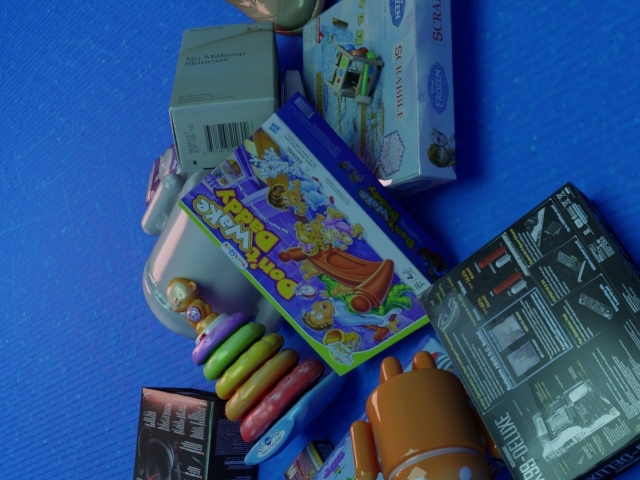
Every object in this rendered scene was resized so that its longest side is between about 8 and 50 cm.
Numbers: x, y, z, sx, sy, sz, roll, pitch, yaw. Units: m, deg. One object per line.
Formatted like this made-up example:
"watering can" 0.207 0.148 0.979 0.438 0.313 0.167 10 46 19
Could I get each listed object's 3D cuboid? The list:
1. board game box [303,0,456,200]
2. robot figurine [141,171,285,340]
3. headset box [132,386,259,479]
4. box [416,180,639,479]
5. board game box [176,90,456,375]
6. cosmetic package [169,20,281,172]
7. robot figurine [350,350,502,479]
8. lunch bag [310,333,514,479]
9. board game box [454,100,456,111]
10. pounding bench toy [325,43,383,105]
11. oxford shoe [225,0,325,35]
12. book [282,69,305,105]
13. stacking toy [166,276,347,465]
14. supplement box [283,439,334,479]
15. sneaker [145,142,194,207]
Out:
"board game box" 0.076 -0.211 1.501 0.318 0.065 0.319 -17 71 59
"robot figurine" -0.162 0.022 1.660 0.300 0.199 0.353 42 124 15
"headset box" -0.215 0.403 1.731 0.218 0.110 0.293 -1 83 48
"box" 0.283 0.123 1.206 0.242 0.076 0.307 -39 55 18
"board game box" 0.000 0.000 1.431 0.347 0.078 0.233 47 128 -7
"cosmetic package" -0.142 -0.232 1.616 0.309 0.160 0.113 -97 1 -57
"robot figurine" 0.130 0.241 1.238 0.128 0.158 0.219 -42 45 33
"lunch bag" 0.159 0.284 1.348 0.221 0.138 0.293 38 97 43
"board game box" 0.127 -0.209 1.516 0.133 0.033 0.169 -37 57 38
"pounding bench toy" 0.054 -0.229 1.419 0.083 0.052 0.065 49 127 52
"oxford shoe" -0.124 -0.437 1.761 0.348 0.130 0.123 33 108 46
"book" -0.043 -0.183 1.634 0.096 0.035 0.144 -94 4 -53
"stacking toy" -0.124 0.168 1.541 0.302 0.165 0.175 46 124 7
"supplement box" -0.011 0.350 1.564 0.083 0.043 0.055 -53 49 27
"sneaker" -0.225 -0.096 1.832 0.305 0.152 0.114 170 111 -71
